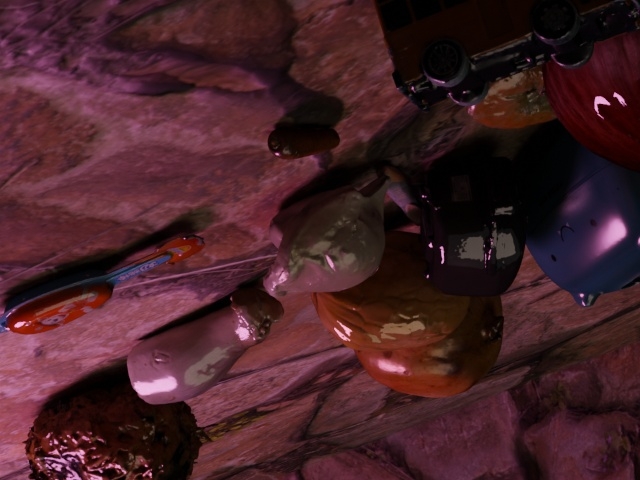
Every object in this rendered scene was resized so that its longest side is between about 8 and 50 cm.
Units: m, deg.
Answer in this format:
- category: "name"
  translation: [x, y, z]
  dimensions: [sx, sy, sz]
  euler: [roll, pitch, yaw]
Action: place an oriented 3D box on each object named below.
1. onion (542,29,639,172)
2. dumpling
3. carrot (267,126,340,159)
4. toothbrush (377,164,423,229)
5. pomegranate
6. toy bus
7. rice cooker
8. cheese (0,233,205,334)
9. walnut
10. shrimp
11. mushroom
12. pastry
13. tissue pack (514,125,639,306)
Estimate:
- category: "onion"
  translation: [0.375, -0.140, 1.499]
  dimensions: [0.348, 0.285, 0.347]
  euler: [-11, 170, -2]
- category: "dumpling"
  translation: [0.000, 0.000, 1.792]
  dimensions: [0.136, 0.118, 0.199]
  euler: [0, 135, -53]
- category: "carrot"
  translation: [-0.017, -0.095, 1.581]
  dimensions: [0.032, 0.032, 0.093]
  euler: [-33, 166, 35]
- category: "toothbrush"
  translation: [0.111, -0.040, 1.959]
  dimensions: [0.028, 0.037, 0.375]
  euler: [-27, 162, 7]
- category: "pomegranate"
  translation: [0.152, 0.117, 2.205]
  dimensions: [0.215, 0.215, 0.215]
  euler: [-21, 165, -6]
- category: "toy bus"
  translation: [0.152, -0.189, 1.323]
  dimensions: [0.201, 0.114, 0.098]
  euler: [-20, 166, 15]
- category: "rice cooker"
  translation: [0.177, -0.017, 1.894]
  dimensions: [0.118, 0.142, 0.203]
  euler: [-5, 143, -3]
- category: "cheese"
  translation: [-0.240, 0.049, 1.755]
  dimensions: [0.256, 0.037, 0.106]
  euler: [-23, 167, 6]
- category: "walnut"
  translation: [0.089, 0.063, 2.025]
  dimensions: [0.207, 0.159, 0.159]
  euler: [0, 159, -16]
- category: "shrimp"
  translation: [0.245, -0.161, 1.687]
  dimensions: [0.217, 0.051, 0.115]
  euler: [-9, 158, -34]
- category: "mushroom"
  translation: [-0.143, 0.141, 2.114]
  dimensions: [0.225, 0.093, 0.116]
  euler: [-23, 145, 25]
- category: "pastry"
  translation: [-0.285, 0.303, 2.286]
  dimensions: [0.275, 0.193, 0.275]
  euler: [-21, 167, -5]
- category: "tissue pack"
  translation: [0.358, -0.054, 1.904]
  dimensions: [0.198, 0.206, 0.287]
  euler: [-11, 163, -22]
